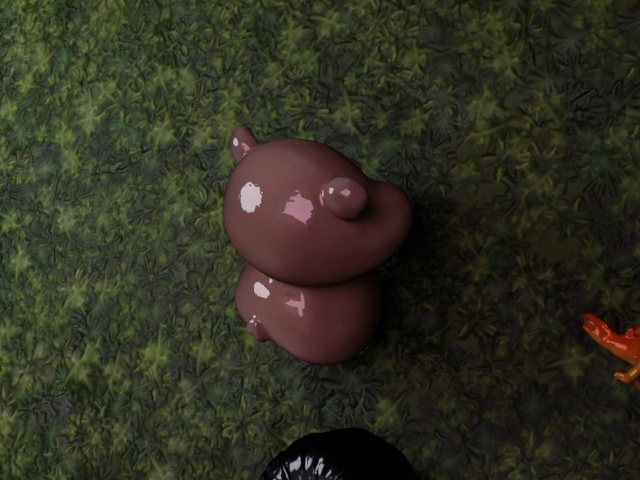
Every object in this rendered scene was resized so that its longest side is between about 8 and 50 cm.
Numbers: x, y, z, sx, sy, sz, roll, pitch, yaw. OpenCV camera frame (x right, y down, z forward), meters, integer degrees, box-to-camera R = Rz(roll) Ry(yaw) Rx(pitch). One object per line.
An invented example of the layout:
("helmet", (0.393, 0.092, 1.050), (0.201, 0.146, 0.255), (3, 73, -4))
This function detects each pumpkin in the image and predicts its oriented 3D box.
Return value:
("pumpkin", (0.015, 0.295, 1.228), (0.202, 0.140, 0.202), (-17, 54, 25))

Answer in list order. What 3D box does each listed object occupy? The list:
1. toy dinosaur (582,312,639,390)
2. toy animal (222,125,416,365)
("toy dinosaur", (0.384, 0.124, 1.107), (0.288, 0.070, 0.117), (28, 91, 27))
("toy animal", (-0.015, 0.010, 1.266), (0.210, 0.229, 0.221), (30, 95, 38))
